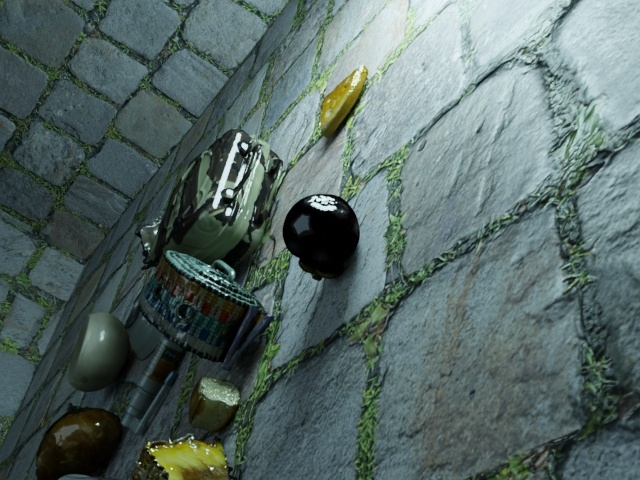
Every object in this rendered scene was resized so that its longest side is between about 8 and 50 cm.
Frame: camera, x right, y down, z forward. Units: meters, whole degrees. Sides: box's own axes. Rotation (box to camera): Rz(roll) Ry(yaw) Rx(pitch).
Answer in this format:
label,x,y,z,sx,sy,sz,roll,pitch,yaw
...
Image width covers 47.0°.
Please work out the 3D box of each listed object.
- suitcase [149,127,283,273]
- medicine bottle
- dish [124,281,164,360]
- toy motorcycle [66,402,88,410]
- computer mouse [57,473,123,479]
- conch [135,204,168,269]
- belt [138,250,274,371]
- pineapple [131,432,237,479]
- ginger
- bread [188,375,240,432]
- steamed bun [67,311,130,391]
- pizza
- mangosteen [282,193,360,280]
label,x,y,z,sx,sy,sz,roll,pitch,yaw
suitcase,-0.214,-0.085,1.705,0.339,0.194,0.352,-32,34,37
medicine bottle,-0.383,0.335,1.694,0.092,0.061,0.221,21,81,49
dish,-0.474,0.197,2.039,0.260,0.085,0.260,-47,24,29
toy motorcycle,-0.712,0.534,2.148,0.190,0.074,0.106,-20,52,58
computer mouse,-0.465,0.568,1.477,0.296,0.121,0.184,-14,45,43
conch,-0.367,-0.008,1.991,0.240,0.186,0.313,-12,28,32
belt,-0.225,0.116,1.429,0.161,0.206,0.295,-61,23,-1
pineapple,-0.227,0.406,1.104,0.161,0.158,0.334,-57,22,5
ginger,-0.625,0.523,1.828,0.321,0.172,0.165,-41,65,36
bread,-0.190,0.291,1.304,0.070,0.076,0.083,-64,19,19
steamed bun,-0.629,0.327,2.126,0.232,0.145,0.232,-50,30,43
pizza,0.042,-0.303,1.631,0.131,0.041,0.178,-1,60,62
mangosteen,0.000,0.000,1.223,0.137,0.137,0.151,-106,16,-62
